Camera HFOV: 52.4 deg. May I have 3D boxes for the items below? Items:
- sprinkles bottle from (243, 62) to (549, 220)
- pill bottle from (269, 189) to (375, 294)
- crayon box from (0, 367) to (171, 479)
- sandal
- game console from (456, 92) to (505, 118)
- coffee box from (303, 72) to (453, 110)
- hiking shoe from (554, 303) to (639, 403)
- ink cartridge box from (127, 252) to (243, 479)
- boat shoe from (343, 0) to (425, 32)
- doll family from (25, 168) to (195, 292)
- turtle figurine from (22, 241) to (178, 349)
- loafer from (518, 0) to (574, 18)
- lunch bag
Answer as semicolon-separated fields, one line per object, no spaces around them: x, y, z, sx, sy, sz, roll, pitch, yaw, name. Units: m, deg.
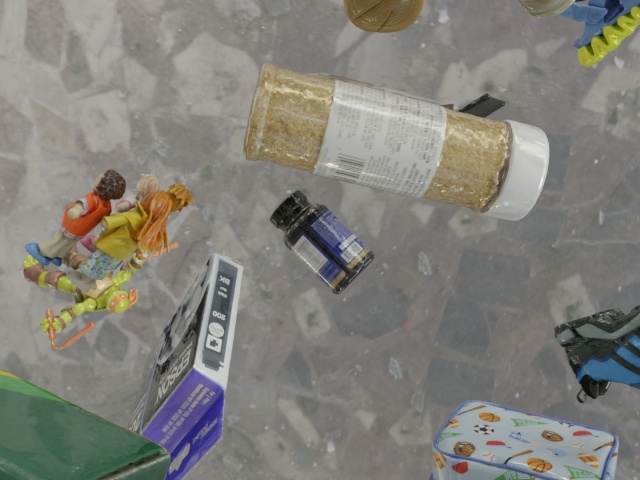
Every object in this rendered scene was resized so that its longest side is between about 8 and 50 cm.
0.089;-0.118;0.794;0.355;0.121;0.121;12;107;-6;sprinkles bottle
0.000;0.000;1.385;0.219;0.123;0.123;45;115;5;pill bottle
-0.262;0.164;0.378;0.322;0.083;0.203;17;94;23;crayon box
0.519;-0.436;1.093;0.138;0.126;0.317;46;142;2;sandal
0.325;-0.251;1.386;0.122;0.107;0.071;-31;62;-2;game console
0.059;-0.208;1.143;0.297;0.168;0.119;25;118;36;coffee box
0.491;0.150;0.934;0.304;0.113;0.132;-31;72;54;hiking shoe
-0.148;0.152;0.671;0.045;0.208;0.206;23;128;-20;ink cartridge box
0.053;-0.308;0.524;0.098;0.096;0.277;4;146;1;boat shoe
-0.245;-0.016;0.854;0.163;0.263;0.118;-44;93;3;doll family
-0.390;0.068;1.126;0.217;0.269;0.087;26;147;27;turtle figurine
0.308;-0.374;0.834;0.101;0.269;0.092;-16;136;41;loafer
0.359;0.384;1.129;0.303;0.243;0.115;9;106;31;lunch bag
